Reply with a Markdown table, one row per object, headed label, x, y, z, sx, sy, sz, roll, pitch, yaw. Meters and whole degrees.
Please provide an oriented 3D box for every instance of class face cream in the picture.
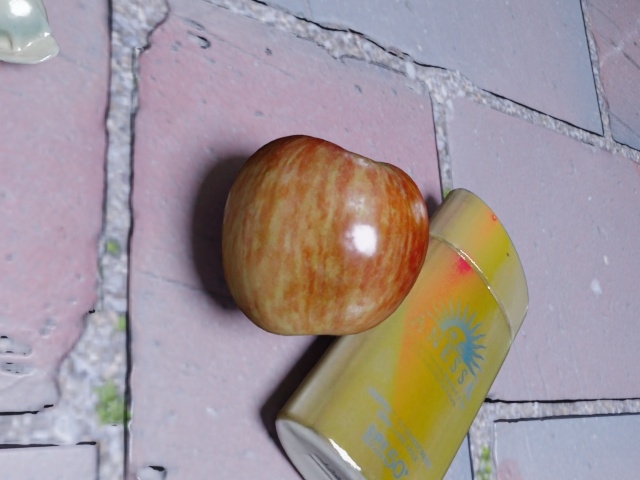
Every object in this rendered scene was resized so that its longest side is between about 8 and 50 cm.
| label | x | y | z | sx | sy | sz | roll | pitch | yaw |
| --- | --- | --- | --- | --- | --- | --- | --- | --- | --- |
| face cream | 0.086 | 0.087 | 0.561 | 0.139 | 0.067 | 0.285 | 54 | 50 | -15 |

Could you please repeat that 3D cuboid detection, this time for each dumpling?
| label | x | y | z | sx | sy | sz | roll | pitch | yaw |
| --- | --- | --- | --- | --- | --- | --- | --- | --- | --- |
| dumpling | -0.198 | -0.139 | 0.422 | 0.059 | 0.043 | 0.077 | -37 | 116 | -24 |

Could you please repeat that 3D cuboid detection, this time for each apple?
| label | x | y | z | sx | sy | sz | roll | pitch | yaw |
| --- | --- | --- | --- | --- | --- | --- | --- | --- | --- |
| apple | 0.000 | 0.000 | 0.472 | 0.146 | 0.146 | 0.131 | 14 | 90 | -35 |
